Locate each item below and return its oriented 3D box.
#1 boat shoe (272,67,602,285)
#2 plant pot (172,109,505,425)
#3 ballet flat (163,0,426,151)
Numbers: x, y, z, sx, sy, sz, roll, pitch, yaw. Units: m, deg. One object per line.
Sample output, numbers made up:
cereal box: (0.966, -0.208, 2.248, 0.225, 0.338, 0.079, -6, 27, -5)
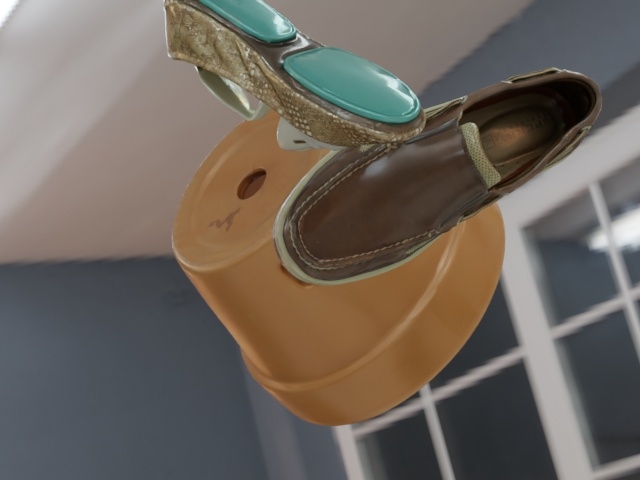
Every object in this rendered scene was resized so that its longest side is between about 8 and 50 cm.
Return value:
boat shoe: (0.085, -0.055, 1.026, 0.257, 0.095, 0.095, -32, 1, -21)
plant pot: (0.000, 0.000, 1.405, 0.291, 0.291, 0.203, -26, -51, 31)
ballet flat: (-0.020, -0.096, 0.909, 0.073, 0.206, 0.067, -18, -46, -41)
